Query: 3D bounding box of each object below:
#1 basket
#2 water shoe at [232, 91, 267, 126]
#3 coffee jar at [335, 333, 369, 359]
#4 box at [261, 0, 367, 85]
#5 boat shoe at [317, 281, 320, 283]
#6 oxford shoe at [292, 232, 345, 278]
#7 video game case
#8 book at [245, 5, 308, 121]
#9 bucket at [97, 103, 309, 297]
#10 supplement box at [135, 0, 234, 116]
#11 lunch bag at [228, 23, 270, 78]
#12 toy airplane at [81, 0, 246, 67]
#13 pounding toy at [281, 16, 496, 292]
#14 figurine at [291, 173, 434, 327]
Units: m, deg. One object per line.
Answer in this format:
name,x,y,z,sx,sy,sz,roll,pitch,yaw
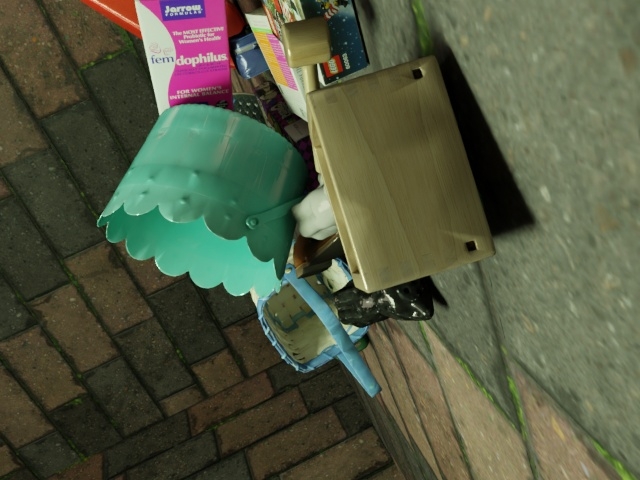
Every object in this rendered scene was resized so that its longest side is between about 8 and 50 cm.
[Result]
basket,-0.005,0.138,1.163,0.289,0.201,0.254,50,170,50
water shoe,-0.147,-0.240,1.166,0.203,0.072,0.080,20,-174,12
coffee jar,0.039,0.183,1.473,0.184,0.096,0.079,66,171,-17
box,-0.036,-0.265,0.520,0.159,0.044,0.233,57,170,51
boat shoe,-0.003,0.029,1.358,0.228,0.080,0.076,82,-171,-69
oxford shoe,0.000,0.000,0.974,0.212,0.076,0.076,-36,69,61
video game case,-0.030,-0.126,1.048,0.210,0.042,0.232,55,169,48
book,-0.043,-0.227,0.808,0.096,0.035,0.144,48,163,59
bucket,-0.155,-0.052,0.903,0.281,0.281,0.183,78,-151,-66
supplement box,-0.187,-0.281,0.865,0.220,0.111,0.113,96,163,-58
lunch bag,-0.095,-0.272,0.883,0.065,0.067,0.098,67,174,-22
toy airplane,-0.307,-0.447,1.024,0.386,0.272,0.384,32,-179,23
pounding toy,0.042,-0.075,0.460,0.181,0.094,0.205,86,168,-87
figurine,0.052,0.001,0.745,0.214,0.092,0.209,65,166,1
